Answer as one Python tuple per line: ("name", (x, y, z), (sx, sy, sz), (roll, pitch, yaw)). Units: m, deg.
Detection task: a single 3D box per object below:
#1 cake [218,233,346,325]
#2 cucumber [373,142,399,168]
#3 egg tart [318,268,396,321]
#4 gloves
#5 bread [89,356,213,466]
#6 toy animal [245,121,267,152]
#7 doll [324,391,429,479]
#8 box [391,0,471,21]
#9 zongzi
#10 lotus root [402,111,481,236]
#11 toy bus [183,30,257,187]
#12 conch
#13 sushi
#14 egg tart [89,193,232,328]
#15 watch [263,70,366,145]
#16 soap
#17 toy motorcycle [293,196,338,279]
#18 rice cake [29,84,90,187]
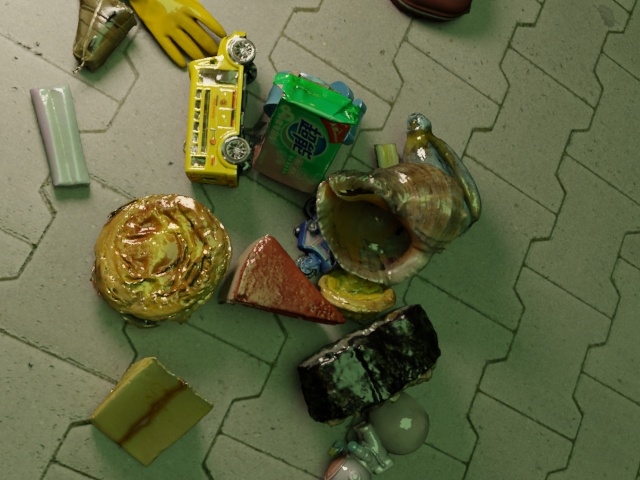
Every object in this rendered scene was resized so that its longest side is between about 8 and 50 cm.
("cake", (-0.075, 0.090, 1.581), (0.262, 0.158, 0.160), (15, 78, -22))
("cucumber", (0.163, -0.188, 1.783), (0.067, 0.035, 0.107), (-10, 92, -34))
("egg tart", (0.084, 0.130, 1.653), (0.191, 0.191, 0.074), (-2, 118, -23))
("gloves", (-0.342, -0.512, 1.601), (0.133, 0.116, 0.294), (-44, 111, 6))
("bread", (-0.334, 0.335, 1.383), (0.167, 0.264, 0.163), (40, 68, -7))
("toy animal", (-0.156, -0.246, 1.663), (0.050, 0.028, 0.084), (25, 73, -26))
("doll", (0.121, 0.475, 1.618), (0.287, 0.151, 0.151), (-43, 99, -18))
("box", (0.294, -0.778, 1.881), (0.263, 0.108, 0.404), (8, 79, -22))
("zongzi", (-0.516, -0.462, 1.537), (0.178, 0.081, 0.189), (36, 84, 9))
("lotus root", (0.281, -0.158, 1.773), (0.158, 0.140, 0.322), (-27, 88, -40))
("toy bus", (-0.220, -0.292, 1.578), (0.152, 0.144, 0.330), (3, 83, -4))
("conch", (0.153, -0.057, 1.637), (0.352, 0.210, 0.297), (23, 103, -5))
("sushi", (0.119, 0.276, 1.607), (0.350, 0.211, 0.171), (-23, 86, -32))
("egg tart", (-0.333, 0.044, 1.506), (0.297, 0.132, 0.297), (1, 80, -7))
("watch", (-0.023, -0.306, 1.639), (0.193, 0.211, 0.211), (28, 72, -35))
("soap", (-0.033, -0.223, 1.540), (0.218, 0.273, 0.098), (20, 56, -10))
("toy motorcycle", (0.000, 0.000, 1.668), (0.114, 0.076, 0.205), (18, 71, -24))
("rice cake", (-0.543, -0.216, 1.494), (0.080, 0.042, 0.222), (-13, 88, -25))
